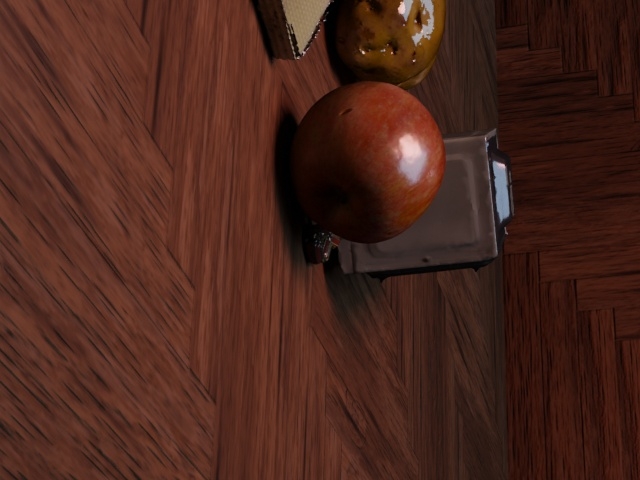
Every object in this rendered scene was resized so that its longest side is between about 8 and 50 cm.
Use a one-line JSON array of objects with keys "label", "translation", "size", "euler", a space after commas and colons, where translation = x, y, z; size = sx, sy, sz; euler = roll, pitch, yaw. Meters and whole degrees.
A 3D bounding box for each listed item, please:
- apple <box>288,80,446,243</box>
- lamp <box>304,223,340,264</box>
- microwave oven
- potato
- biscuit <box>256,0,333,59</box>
[{"label": "apple", "translation": [0.054, -0.092, 1.967], "size": [0.174, 0.188, 0.188], "euler": [-53, 138, -45]}, {"label": "lamp", "translation": [0.000, 0.000, 2.041], "size": [0.083, 0.031, 0.063], "euler": [-69, 149, -55]}, {"label": "microwave oven", "translation": [0.140, -0.049, 2.212], "size": [0.295, 0.237, 0.181], "euler": [-32, 116, -80]}, {"label": "potato", "translation": [0.111, -0.327, 2.385], "size": [0.195, 0.176, 0.369], "euler": [55, 14, -5]}, {"label": "biscuit", "translation": [-0.016, -0.346, 1.968], "size": [0.147, 0.046, 0.250], "euler": [72, 33, -44]}]
